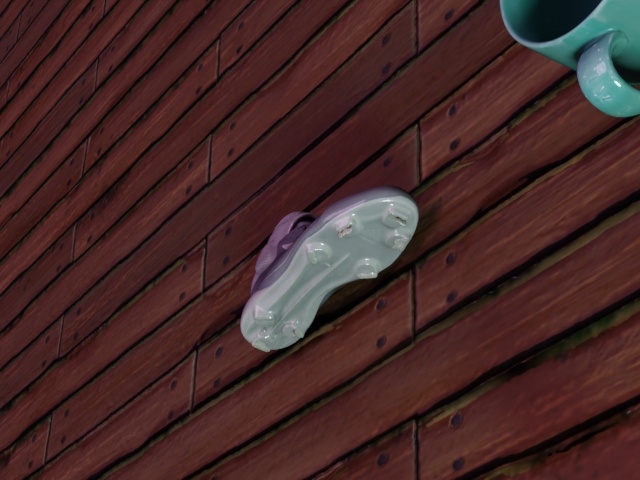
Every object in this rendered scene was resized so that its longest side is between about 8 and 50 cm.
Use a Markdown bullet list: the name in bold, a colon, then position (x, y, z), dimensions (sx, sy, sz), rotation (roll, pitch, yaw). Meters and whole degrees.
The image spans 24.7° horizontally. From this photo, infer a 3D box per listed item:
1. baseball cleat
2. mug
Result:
- **baseball cleat**: position (0.000, 0.000, 1.124), dimensions (0.206, 0.072, 0.109), rotation (-41, 32, 37)
- **mug**: position (0.180, -0.146, 0.868), dimensions (0.129, 0.097, 0.158), rotation (16, 87, 62)
